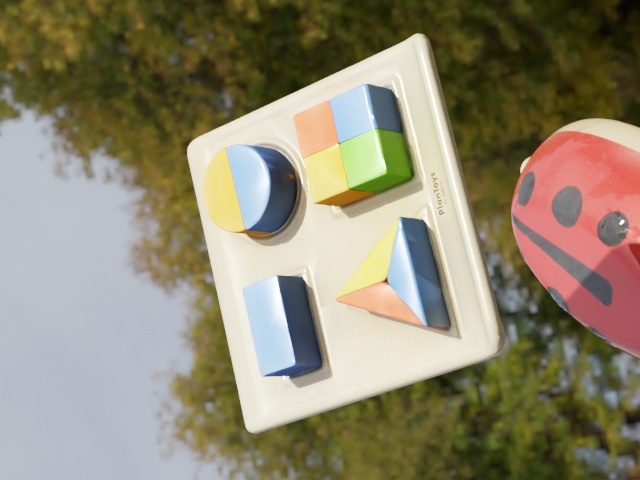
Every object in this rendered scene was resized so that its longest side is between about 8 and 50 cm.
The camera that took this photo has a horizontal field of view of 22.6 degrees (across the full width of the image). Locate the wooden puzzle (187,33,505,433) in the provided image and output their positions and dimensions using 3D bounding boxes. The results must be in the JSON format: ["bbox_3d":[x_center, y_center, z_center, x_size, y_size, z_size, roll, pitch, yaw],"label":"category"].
[{"bbox_3d":[0.000,0.000,1.590,0.080,0.348,0.322,2,-109,-50],"label":"wooden puzzle"}]

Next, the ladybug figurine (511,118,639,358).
[{"bbox_3d":[0.396,0.014,2.073,0.449,0.162,0.305,39,143,45],"label":"ladybug figurine"}]
